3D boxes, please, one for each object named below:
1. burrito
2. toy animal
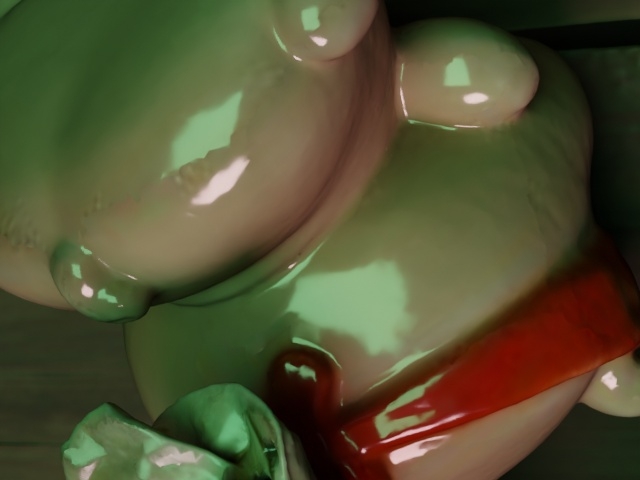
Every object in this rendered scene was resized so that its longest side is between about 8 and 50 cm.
[{"bbox_3d":[0.018,0.132,0.456,0.082,0.059,0.275,9,147,35],"label":"burrito"},{"bbox_3d":[0.000,0.000,0.475,0.171,0.171,0.197,-24,127,26],"label":"toy animal"}]
